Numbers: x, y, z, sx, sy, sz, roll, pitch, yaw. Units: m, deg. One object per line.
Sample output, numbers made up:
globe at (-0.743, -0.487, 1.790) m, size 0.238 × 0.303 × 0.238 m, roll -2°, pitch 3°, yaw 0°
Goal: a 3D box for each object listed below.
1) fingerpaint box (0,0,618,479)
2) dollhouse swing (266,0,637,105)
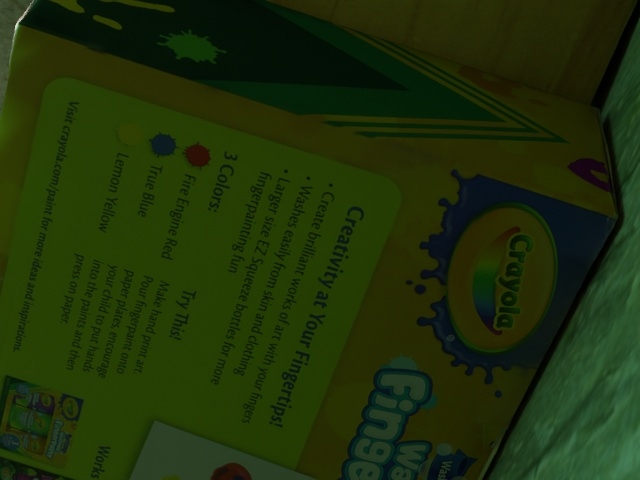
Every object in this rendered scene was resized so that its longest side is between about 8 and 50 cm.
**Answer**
fingerpaint box at (-0.055, 0.067, 0.934) m, size 0.163 × 0.371 × 0.444 m, roll -79°, pitch 8°, yaw -58°
dollhouse swing at (0.067, -0.290, 1.017) m, size 0.305 × 0.347 × 0.315 m, roll -88°, pitch 20°, yaw -75°
